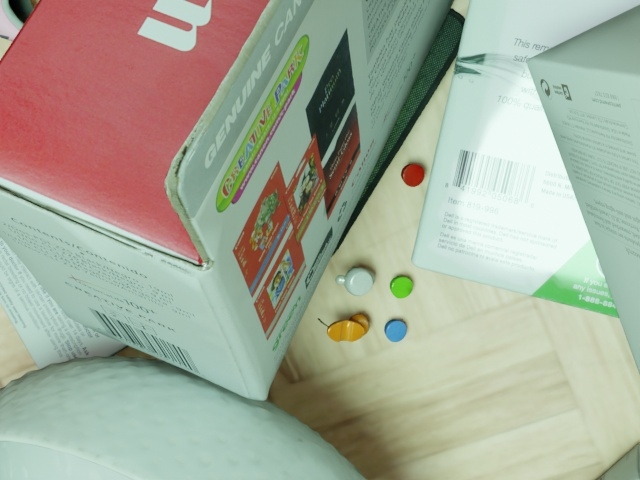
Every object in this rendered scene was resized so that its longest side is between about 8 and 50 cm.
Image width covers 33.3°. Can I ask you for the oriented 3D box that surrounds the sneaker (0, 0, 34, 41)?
[{"bbox_3d":[-0.149,-0.268,0.688,0.131,0.112,0.319,40,110,-11],"label":"sneaker"}]

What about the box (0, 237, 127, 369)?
[{"bbox_3d":[-0.151,0.012,0.737,0.137,0.072,0.126,-31,89,19],"label":"box"}]

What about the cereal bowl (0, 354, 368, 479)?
[{"bbox_3d":[-0.076,0.199,0.682,0.339,0.141,0.339,16,132,19],"label":"cereal bowl"}]

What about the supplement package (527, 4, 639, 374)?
[{"bbox_3d":[0.261,0.002,0.494,0.198,0.199,0.262,-26,108,-6],"label":"supplement package"}]

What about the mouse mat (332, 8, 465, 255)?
[{"bbox_3d":[-0.014,-0.098,0.673,0.153,0.007,0.189,30,80,9],"label":"mouse mat"}]

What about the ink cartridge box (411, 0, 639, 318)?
[{"bbox_3d":[0.153,-0.072,0.630,0.153,0.087,0.208,15,102,13],"label":"ink cartridge box"}]

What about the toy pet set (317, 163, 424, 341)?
[{"bbox_3d":[0.000,0.000,0.713,0.114,0.065,0.122,1,105,-20],"label":"toy pet set"}]

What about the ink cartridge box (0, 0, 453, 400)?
[{"bbox_3d":[-0.030,-0.115,0.516,0.130,0.272,0.309,22,70,11],"label":"ink cartridge box"}]

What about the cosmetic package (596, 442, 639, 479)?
[{"bbox_3d":[0.241,0.252,0.661,0.231,0.085,0.117,44,108,7],"label":"cosmetic package"}]
